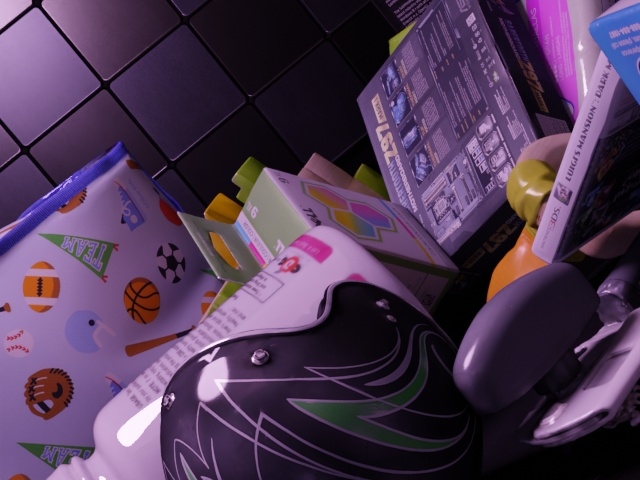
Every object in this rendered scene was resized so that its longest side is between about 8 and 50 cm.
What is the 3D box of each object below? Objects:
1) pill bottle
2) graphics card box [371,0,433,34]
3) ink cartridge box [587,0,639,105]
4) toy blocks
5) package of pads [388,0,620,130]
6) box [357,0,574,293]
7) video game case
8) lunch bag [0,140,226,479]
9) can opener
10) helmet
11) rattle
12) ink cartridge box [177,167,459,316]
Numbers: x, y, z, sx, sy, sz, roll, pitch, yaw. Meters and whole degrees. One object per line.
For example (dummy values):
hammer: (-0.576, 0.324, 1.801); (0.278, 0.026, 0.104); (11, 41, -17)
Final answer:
pill bottle: (-0.053, 0.136, 0.779); (0.283, 0.160, 0.160); (-40, 8, -11)
graphics card box: (0.193, -0.287, 1.252); (0.233, 0.371, 0.094); (-38, 8, 20)
ink cartridge box: (0.209, -0.036, 0.429); (0.082, 0.190, 0.139); (-39, 8, -7)
toy blocks: (-0.063, 0.085, 1.088); (0.261, 0.191, 0.381); (-55, 3, 27)
package of pads: (0.187, -0.142, 1.070); (0.296, 0.101, 0.229); (-28, 58, 53)
box: (0.126, -0.097, 0.999); (0.183, 0.059, 0.232); (-50, 43, 39)
video game case: (0.209, -0.089, 0.672); (0.190, 0.022, 0.173); (-29, -36, -37)
lunch bag: (-0.269, 0.122, 1.262); (0.385, 0.328, 0.239); (-44, 14, -23)
can opener: (0.186, 0.016, 0.642); (0.280, 0.093, 0.074); (-39, 6, -36)
helmet: (0.001, 0.114, 0.606); (0.169, 0.169, 0.161); (-34, 1, 36)
rattle: (0.222, -0.013, 0.826); (0.130, 0.142, 0.200); (16, 32, 41)
ink cartridge box: (0.000, 0.000, 0.922); (0.062, 0.209, 0.109); (-62, 36, 20)
